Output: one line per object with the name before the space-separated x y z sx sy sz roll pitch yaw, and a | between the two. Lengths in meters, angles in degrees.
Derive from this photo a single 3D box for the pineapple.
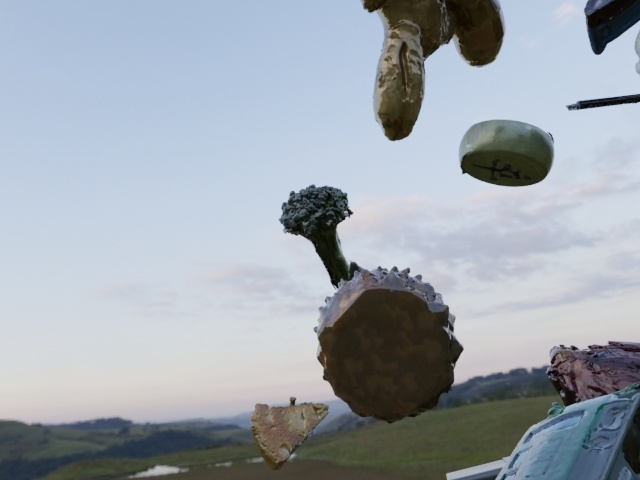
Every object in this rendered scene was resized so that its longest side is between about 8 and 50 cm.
pineapple | 0.077 0.105 0.693 0.169 0.169 0.340 -6 1 4

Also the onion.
onion | 0.581 0.317 1.047 0.280 0.221 0.281 29 -15 8

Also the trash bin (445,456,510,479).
trash bin | 0.474 0.673 1.503 0.236 0.101 0.177 -16 -16 7

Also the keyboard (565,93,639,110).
keyboard | 0.717 -0.335 1.311 0.231 0.023 0.072 -8 6 -3

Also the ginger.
ginger | 0.154 -0.386 0.848 0.363 0.348 0.122 -37 25 -24

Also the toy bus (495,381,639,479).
toy bus | 0.275 0.322 0.574 0.343 0.184 0.199 -30 -6 -42

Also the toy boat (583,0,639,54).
toy boat | 0.461 -0.352 0.764 0.097 0.223 0.100 43 3 -26

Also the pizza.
pizza | -0.065 0.435 1.277 0.193 0.154 0.069 -19 -39 -21

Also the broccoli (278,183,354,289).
broccoli | -0.017 -0.005 1.386 0.198 0.275 0.177 6 27 28

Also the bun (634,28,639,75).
bun | 0.646 -0.346 0.918 0.187 0.293 0.293 -10 -15 -16

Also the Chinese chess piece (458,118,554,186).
Chinese chess piece | 0.379 -0.175 1.114 0.188 0.083 0.188 16 -13 4
